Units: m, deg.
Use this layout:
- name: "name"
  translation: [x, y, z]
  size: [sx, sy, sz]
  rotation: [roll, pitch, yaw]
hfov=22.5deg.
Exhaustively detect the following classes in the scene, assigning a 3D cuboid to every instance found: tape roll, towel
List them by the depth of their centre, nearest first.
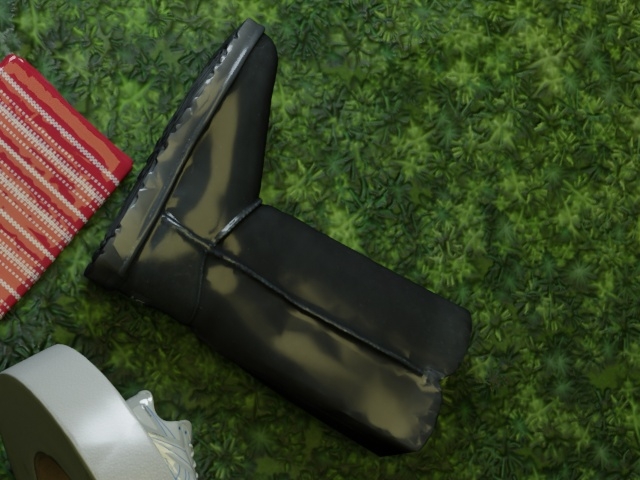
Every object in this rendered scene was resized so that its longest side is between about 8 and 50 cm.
- name: "tape roll"
  translation: [-0.218, 0.293, 1.655]
  size: [0.072, 0.392, 0.392]
  rotation: [-26, 92, -23]
- name: "towel"
  translation: [-0.367, -0.057, 1.841]
  size: [0.199, 0.031, 0.275]
  rotation: [43, 71, -13]

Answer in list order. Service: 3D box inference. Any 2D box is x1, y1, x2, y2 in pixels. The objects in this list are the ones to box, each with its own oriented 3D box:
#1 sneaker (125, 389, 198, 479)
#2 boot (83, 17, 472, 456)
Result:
- name: "sneaker"
  translation: [-0.166, 0.253, 1.854]
  size: [0.083, 0.071, 0.191]
  rotation: [-41, 98, -28]
- name: "boot"
  translation: [-0.001, 0.002, 1.912]
  size: [0.445, 0.146, 0.367]
  rotation: [31, 82, -11]
